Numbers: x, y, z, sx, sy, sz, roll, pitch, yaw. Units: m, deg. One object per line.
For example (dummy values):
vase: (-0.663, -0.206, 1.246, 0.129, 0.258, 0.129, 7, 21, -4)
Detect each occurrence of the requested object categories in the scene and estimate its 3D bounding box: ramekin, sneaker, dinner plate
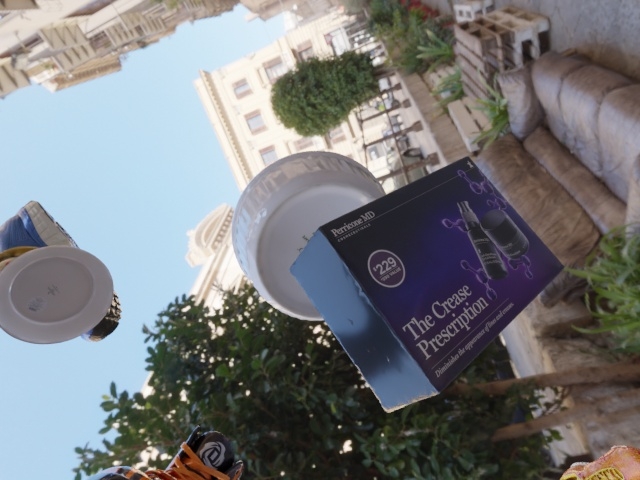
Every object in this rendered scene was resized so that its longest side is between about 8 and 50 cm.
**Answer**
ramekin: (0.000, 0.000, 0.648, 0.273, 0.273, 0.127, 65, 176, -21)
sneaker: (-0.491, 0.074, 0.752, 0.330, 0.147, 0.130, 39, 158, 24)
sneaker: (0.463, 0.387, 0.671, 0.064, 0.067, 0.175, 50, 141, 28)
dinner plate: (-0.353, 0.066, 0.549, 0.017, 0.141, 0.141, 128, 137, -54)
sneaker: (-0.180, 0.292, 0.497, 0.124, 0.321, 0.180, 36, -134, 12)

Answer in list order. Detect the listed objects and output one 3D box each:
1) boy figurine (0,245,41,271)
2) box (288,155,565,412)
boy figurine: (-0.516, 0.055, 0.555, 0.285, 0.092, 0.177, 5, -154, -46)
box: (0.127, 0.032, 0.473, 0.261, 0.103, 0.184, -27, -108, -34)
